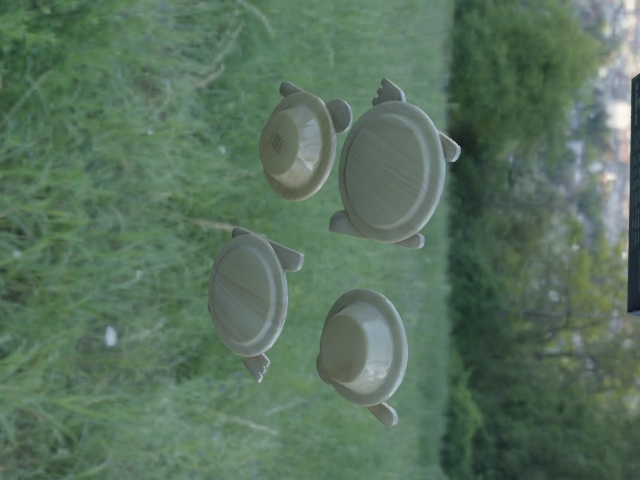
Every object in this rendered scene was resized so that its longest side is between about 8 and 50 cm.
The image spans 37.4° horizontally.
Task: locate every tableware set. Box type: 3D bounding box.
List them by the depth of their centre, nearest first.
[{"bbox_3d":[0.000,0.000,0.459,0.020,0.141,0.169,3,108,-42],"label":"tableware set"}]

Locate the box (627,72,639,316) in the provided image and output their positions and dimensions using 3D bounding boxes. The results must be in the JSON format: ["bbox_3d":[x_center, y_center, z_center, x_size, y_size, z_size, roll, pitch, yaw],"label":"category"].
[{"bbox_3d":[0.366,-0.032,0.840,0.059,0.183,0.233,137,-36,-66],"label":"box"}]
